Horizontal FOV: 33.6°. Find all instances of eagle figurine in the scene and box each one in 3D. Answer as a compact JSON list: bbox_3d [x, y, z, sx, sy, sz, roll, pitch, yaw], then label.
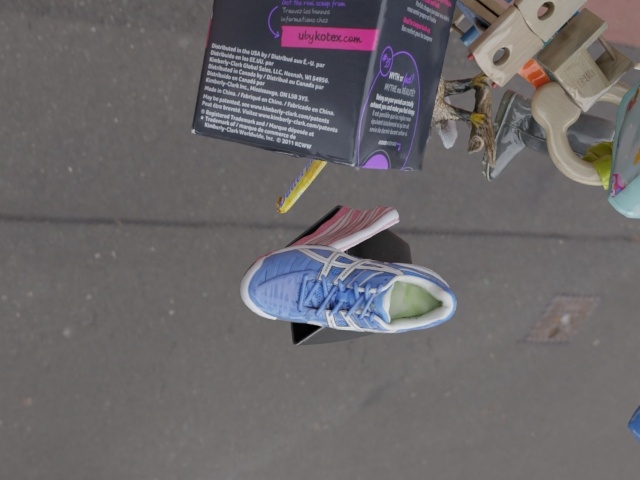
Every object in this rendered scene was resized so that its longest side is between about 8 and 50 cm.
[{"bbox_3d":[0.141,-0.246,1.748,0.298,0.226,0.225,5,118,-3],"label":"eagle figurine"}]

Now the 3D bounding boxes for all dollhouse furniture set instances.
[{"bbox_3d":[0.215,-0.221,1.134,0.129,0.129,0.183,-45,134,9],"label":"dollhouse furniture set"}]

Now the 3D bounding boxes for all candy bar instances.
[{"bbox_3d":[-0.015,-0.099,1.528,0.018,0.040,0.161,31,120,-17],"label":"candy bar"}]

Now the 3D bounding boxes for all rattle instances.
[{"bbox_3d":[0.309,-0.159,1.273,0.130,0.199,0.143,-55,173,30],"label":"rattle"}]

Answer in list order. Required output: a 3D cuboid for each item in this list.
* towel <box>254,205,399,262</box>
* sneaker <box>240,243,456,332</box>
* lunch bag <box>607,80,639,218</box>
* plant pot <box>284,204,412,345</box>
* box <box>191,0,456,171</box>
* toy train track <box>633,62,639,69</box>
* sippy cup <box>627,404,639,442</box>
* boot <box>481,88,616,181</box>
[{"bbox_3d":[0.000,0.000,1.218,0.144,0.197,0.029,-29,96,-11],"label":"towel"},{"bbox_3d":[0.030,0.046,1.003,0.211,0.081,0.080,2,92,-11],"label":"sneaker"},{"bbox_3d":[0.414,-0.141,1.058,0.262,0.160,0.223,-35,171,-22],"label":"lunch bag"},{"bbox_3d":[0.060,0.071,1.823,0.167,0.188,0.187,10,150,-33],"label":"plant pot"},{"bbox_3d":[0.018,-0.199,0.827,0.165,0.143,0.270,-5,108,-66],"label":"box"},{"bbox_3d":[0.544,-0.274,1.694,0.083,0.048,0.014,12,123,3],"label":"toy train track"},{"bbox_3d":[0.541,0.264,1.392,0.240,0.224,0.305,-39,158,-15],"label":"sippy cup"},{"bbox_3d":[0.393,-0.152,1.817,0.076,0.208,0.190,-48,155,-49],"label":"boot"}]
